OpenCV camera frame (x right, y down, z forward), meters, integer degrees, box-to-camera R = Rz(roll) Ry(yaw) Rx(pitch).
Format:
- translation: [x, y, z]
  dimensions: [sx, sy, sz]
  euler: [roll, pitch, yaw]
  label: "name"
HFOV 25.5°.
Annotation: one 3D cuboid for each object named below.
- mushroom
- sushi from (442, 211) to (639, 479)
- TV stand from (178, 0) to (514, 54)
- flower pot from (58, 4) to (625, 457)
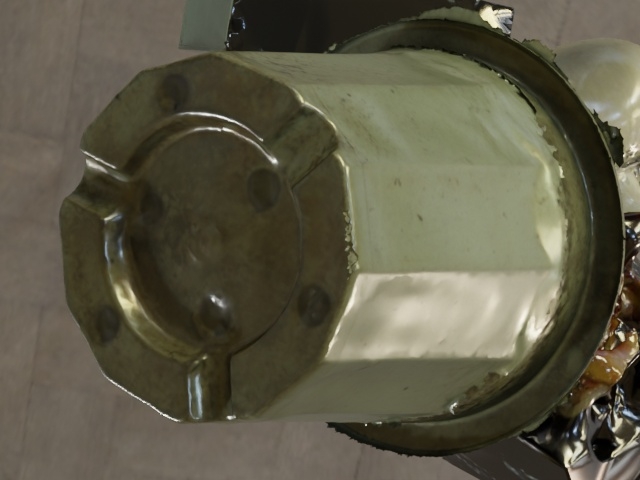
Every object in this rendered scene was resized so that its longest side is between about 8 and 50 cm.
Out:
- translation: [0.253, -0.084, 1.400]
  dimensions: [0.246, 0.246, 0.202]
  euler: [-38, 76, 14]
  label: "mushroom"
- translation: [0.182, 0.065, 1.157]
  dimensions: [0.227, 0.215, 0.212]
  euler: [-45, 133, -23]
  label: "sushi"
- translation: [0.026, -0.171, 1.140]
  dimensions: [0.270, 0.083, 0.088]
  euler: [5, 97, -33]
  label: "TV stand"
- translation: [0.000, 0.000, 0.805]
  dimensions: [0.290, 0.259, 0.290]
  euler: [1, 93, 33]
  label: "flower pot"
